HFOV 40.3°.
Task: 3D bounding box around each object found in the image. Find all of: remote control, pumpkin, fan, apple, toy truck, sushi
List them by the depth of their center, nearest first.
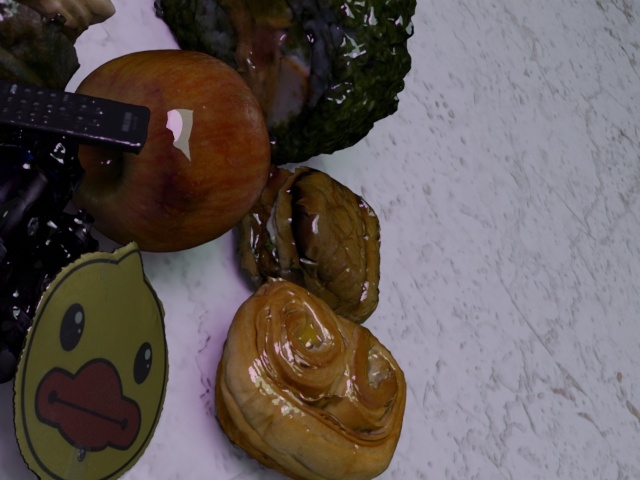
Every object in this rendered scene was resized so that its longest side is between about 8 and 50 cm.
[{"bbox_3d":[-0.301,-0.002,0.720,0.177,0.213,0.161,14,47,9],"label":"toy truck"},{"bbox_3d":[-0.269,-0.113,0.739,0.245,0.025,0.063,10,37,-10],"label":"remote control"},{"bbox_3d":[-0.204,0.158,0.767,0.229,0.011,0.335,48,51,-61],"label":"fan"},{"bbox_3d":[-0.353,-0.158,0.781,0.278,0.163,0.111,16,59,-35],"label":"pumpkin"},{"bbox_3d":[-0.158,-0.093,0.892,0.188,0.211,0.211,-11,74,-56],"label":"apple"},{"bbox_3d":[-0.033,-0.287,1.075,0.178,0.294,0.352,-23,84,-44],"label":"sushi"}]

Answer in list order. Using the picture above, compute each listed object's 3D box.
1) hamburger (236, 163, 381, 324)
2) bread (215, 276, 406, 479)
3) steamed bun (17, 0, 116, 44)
[{"bbox_3d":[0.000,0.000,1.055,0.206,0.130,0.183,26,53,-34],"label":"hamburger"},{"bbox_3d":[-0.012,0.161,0.948,0.236,0.120,0.198,36,44,-22],"label":"bread"},{"bbox_3d":[-0.410,-0.303,0.780,0.428,0.247,0.189,18,62,-51],"label":"steamed bun"}]
